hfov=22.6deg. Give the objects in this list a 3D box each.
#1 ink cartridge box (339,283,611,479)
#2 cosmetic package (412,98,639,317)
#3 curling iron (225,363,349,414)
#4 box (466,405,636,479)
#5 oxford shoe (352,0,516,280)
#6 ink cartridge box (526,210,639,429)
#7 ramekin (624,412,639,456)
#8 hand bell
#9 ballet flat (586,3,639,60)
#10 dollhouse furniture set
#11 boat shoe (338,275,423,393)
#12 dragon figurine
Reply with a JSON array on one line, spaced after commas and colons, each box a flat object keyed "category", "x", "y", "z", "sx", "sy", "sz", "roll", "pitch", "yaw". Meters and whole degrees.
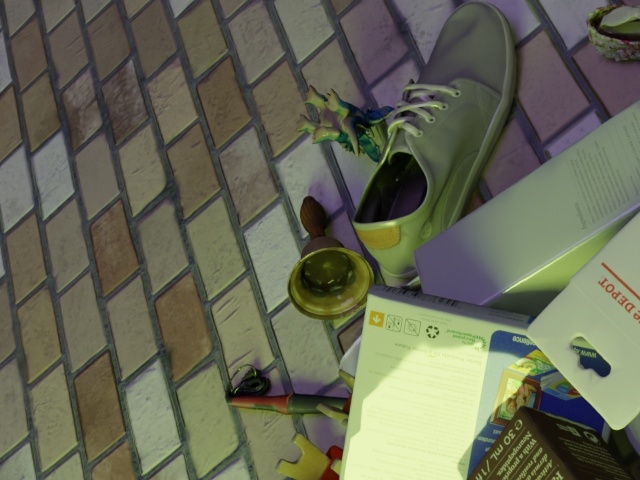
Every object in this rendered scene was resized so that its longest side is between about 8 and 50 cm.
[{"category": "ink cartridge box", "x": 0.182, "y": 0.229, "z": 1.875, "sx": 0.303, "sy": 0.072, "sz": 0.307, "roll": 12, "pitch": 106, "yaw": 11}, {"category": "cosmetic package", "x": 0.330, "y": 0.013, "z": 1.939, "sx": 0.385, "sy": 0.217, "sz": 0.156, "roll": -32, "pitch": 43, "yaw": 23}, {"category": "curling iron", "x": -0.041, "y": 0.222, "z": 2.302, "sx": 0.274, "sy": 0.035, "sz": 0.068, "roll": 3, "pitch": 66, "yaw": 47}, {"category": "box", "x": 0.284, "y": 0.369, "z": 1.655, "sx": 0.191, "sy": 0.143, "sz": 0.381, "roll": -56, "pitch": 39, "yaw": 17}, {"category": "oxford shoe", "x": 0.163, "y": -0.163, "z": 2.298, "sx": 0.169, "sy": 0.130, "sz": 0.449, "roll": -1, "pitch": 61, "yaw": 47}, {"category": "ink cartridge box", "x": 0.413, "y": 0.051, "z": 1.696, "sx": 0.353, "sy": 0.119, "sz": 0.207, "roll": -44, "pitch": 40, "yaw": 5}, {"category": "ramekin", "x": 0.455, "y": 0.172, "z": 1.766, "sx": 0.273, "sy": 0.127, "sz": 0.273, "roll": -25, "pitch": 48, "yaw": 32}, {"category": "hand bell", "x": 0.000, "y": 0.000, "z": 2.387, "sx": 0.126, "sy": 0.126, "sz": 0.242, "roll": -41, "pitch": 29, "yaw": 17}, {"category": "ballet flat", "x": 0.453, "y": -0.282, "z": 2.130, "sx": 0.241, "sy": 0.077, "sz": 0.091, "roll": -1, "pitch": 62, "yaw": 44}, {"category": "dollhouse furniture set", "x": 0.053, "y": 0.336, "z": 2.086, "sx": 0.262, "sy": 0.135, "sz": 0.259, "roll": -58, "pitch": 28, "yaw": -5}, {"category": "boat shoe", "x": 0.117, "y": 0.101, "z": 2.179, "sx": 0.277, "sy": 0.096, "sz": 0.098, "roll": -41, "pitch": 42, "yaw": 16}, {"category": "dragon figurine", "x": 0.057, "y": -0.166, "z": 2.356, "sx": 0.289, "sy": 0.144, "sz": 0.085, "roll": 25, "pitch": 100, "yaw": 68}]
